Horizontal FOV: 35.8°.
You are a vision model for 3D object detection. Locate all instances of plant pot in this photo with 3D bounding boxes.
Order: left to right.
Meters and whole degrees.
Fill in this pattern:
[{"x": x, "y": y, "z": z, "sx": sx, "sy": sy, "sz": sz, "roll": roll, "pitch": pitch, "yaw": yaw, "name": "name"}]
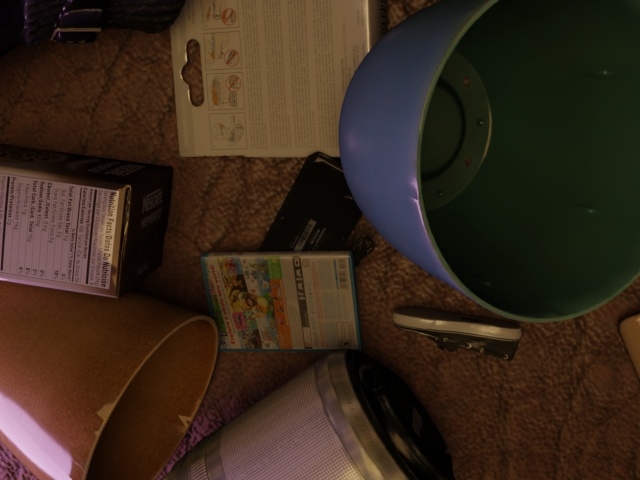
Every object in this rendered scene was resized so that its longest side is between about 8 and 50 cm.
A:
[{"x": -0.276, "y": 0.129, "z": 1.050, "sx": 0.254, "sy": 0.237, "sz": 0.237, "roll": 27, "pitch": 102, "yaw": 16, "name": "plant pot"}, {"x": 0.151, "y": -0.096, "z": 0.916, "sx": 0.293, "sy": 0.235, "sz": 0.292, "roll": -6, "pitch": 104, "yaw": -26, "name": "plant pot"}]

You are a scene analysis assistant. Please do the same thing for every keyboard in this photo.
[{"x": 0.000, "y": 0.000, "z": 1.061, "sx": 0.108, "sy": 0.023, "sz": 0.180, "roll": 29, "pitch": 118, "yaw": -1, "name": "keyboard"}]

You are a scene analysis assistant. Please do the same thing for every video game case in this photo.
[{"x": -0.042, "y": 0.067, "z": 1.080, "sx": 0.166, "sy": 0.015, "sz": 0.119, "roll": -1, "pitch": 115, "yaw": 13, "name": "video game case"}]

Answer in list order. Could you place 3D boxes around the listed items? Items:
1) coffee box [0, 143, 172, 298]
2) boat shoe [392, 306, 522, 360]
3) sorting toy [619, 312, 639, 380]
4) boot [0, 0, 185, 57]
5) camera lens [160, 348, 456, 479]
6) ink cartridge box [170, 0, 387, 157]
[{"x": -0.323, "y": -0.034, "z": 1.038, "sx": 0.297, "sy": 0.168, "sz": 0.118, "roll": 8, "pitch": 100, "yaw": 4, "name": "coffee box"}, {"x": 0.146, "y": 0.102, "z": 1.074, "sx": 0.142, "sy": 0.049, "sz": 0.040, "roll": 8, "pitch": 101, "yaw": 2, "name": "boat shoe"}, {"x": 0.450, "y": 0.133, "z": 1.057, "sx": 0.208, "sy": 0.038, "sz": 0.193, "roll": -22, "pitch": 97, "yaw": 14, "name": "sorting toy"}, {"x": -0.296, "y": -0.240, "z": 1.010, "sx": 0.260, "sy": 0.348, "sz": 0.131, "roll": -22, "pitch": 98, "yaw": -33, "name": "boot"}, {"x": -0.010, "y": 0.262, "z": 1.029, "sx": 0.274, "sy": 0.219, "sz": 0.219, "roll": -36, "pitch": 94, "yaw": 10, "name": "camera lens"}, {"x": -0.043, "y": -0.184, "z": 1.054, "sx": 0.232, "sy": 0.066, "sz": 0.189, "roll": 2, "pitch": 101, "yaw": 27, "name": "ink cartridge box"}]
